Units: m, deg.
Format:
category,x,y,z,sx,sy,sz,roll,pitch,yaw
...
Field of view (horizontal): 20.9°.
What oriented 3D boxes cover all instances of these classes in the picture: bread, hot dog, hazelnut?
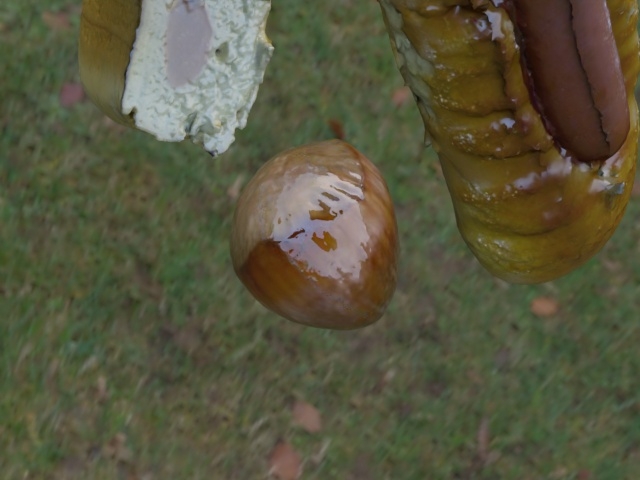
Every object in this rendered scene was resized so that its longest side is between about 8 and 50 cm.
category,x,y,z,sx,sy,sz,roll,pitch,yaw
bread,-0.090,-0.130,1.057,0.085,0.134,0.173,5,14,-20
hot dog,0.042,-0.072,0.390,0.047,0.215,0.066,22,57,36
hazelnut,0.000,0.000,1.833,0.214,0.176,0.214,32,47,-42
